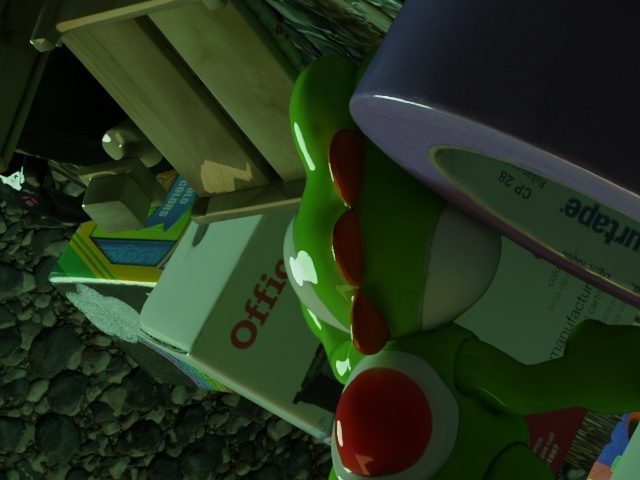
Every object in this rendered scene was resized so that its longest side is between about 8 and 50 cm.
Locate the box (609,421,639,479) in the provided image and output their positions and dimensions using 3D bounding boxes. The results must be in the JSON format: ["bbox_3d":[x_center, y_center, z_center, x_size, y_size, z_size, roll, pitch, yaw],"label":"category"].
[{"bbox_3d":[0.364,0.185,1.162,0.345,0.215,0.168,31,174,-23],"label":"box"}]

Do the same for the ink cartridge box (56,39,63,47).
[{"bbox_3d":[-0.254,-0.199,1.725,0.048,0.028,0.083,33,172,-41],"label":"ink cartridge box"}]

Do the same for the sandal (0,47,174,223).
[{"bbox_3d":[-0.191,-0.078,1.581,0.167,0.107,0.446,19,-171,1],"label":"sandal"}]

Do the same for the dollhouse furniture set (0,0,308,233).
[{"bbox_3d":[-0.107,-0.170,1.227,0.355,0.174,0.303,-8,141,29],"label":"dollhouse furniture set"}]

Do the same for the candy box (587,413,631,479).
[{"bbox_3d":[0.492,0.314,2.175,0.268,0.122,0.317,25,172,39],"label":"candy box"}]

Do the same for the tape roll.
[{"bbox_3d":[0.153,-0.034,0.891,0.274,0.090,0.275,29,174,3],"label":"tape roll"}]

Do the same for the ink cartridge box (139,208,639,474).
[{"bbox_3d":[0.057,0.051,1.428,0.306,0.226,0.131,30,174,-23],"label":"ink cartridge box"}]

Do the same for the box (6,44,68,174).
[{"bbox_3d":[-0.345,-0.151,1.954,0.158,0.156,0.093,26,173,29],"label":"box"}]

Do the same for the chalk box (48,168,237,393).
[{"bbox_3d":[-0.059,0.021,1.710,0.289,0.179,0.180,3,145,44],"label":"chalk box"}]

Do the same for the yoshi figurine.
[{"bbox_3d":[0.072,0.060,1.109,0.203,0.362,0.203,-13,-166,-12],"label":"yoshi figurine"}]

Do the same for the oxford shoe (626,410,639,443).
[{"bbox_3d":[0.401,0.215,1.904,0.098,0.097,0.271,-13,-162,-15],"label":"oxford shoe"}]
